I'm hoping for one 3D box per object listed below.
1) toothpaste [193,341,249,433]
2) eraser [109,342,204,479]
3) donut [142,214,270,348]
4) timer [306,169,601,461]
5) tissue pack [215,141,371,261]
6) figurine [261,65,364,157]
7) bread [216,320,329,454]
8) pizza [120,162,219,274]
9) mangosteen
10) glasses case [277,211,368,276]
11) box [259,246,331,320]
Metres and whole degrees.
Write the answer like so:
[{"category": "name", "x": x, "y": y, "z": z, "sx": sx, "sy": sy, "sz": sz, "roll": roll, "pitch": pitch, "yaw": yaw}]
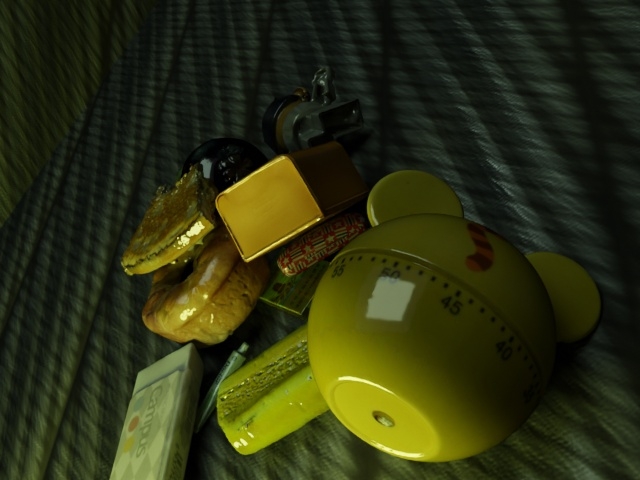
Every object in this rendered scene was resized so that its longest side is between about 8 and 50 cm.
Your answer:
[{"category": "toothpaste", "x": -0.195, "y": 0.283, "z": 1.756, "sx": 0.197, "sy": 0.029, "sz": 0.048, "roll": -58, "pitch": 24, "yaw": -11}, {"category": "eraser", "x": -0.315, "y": 0.402, "z": 1.700, "sx": 0.213, "sy": 0.082, "sz": 0.396, "roll": -31, "pitch": 36, "yaw": 33}, {"category": "donut", "x": -0.239, "y": 0.089, "z": 1.869, "sx": 0.299, "sy": 0.150, "sz": 0.317, "roll": -44, "pitch": 23, "yaw": 14}, {"category": "timer", "x": 0.174, "y": 0.105, "z": 1.268, "sx": 0.376, "sy": 0.376, "sz": 0.387, "roll": -3, "pitch": 41, "yaw": 47}, {"category": "tissue pack", "x": -0.052, "y": -0.083, "z": 1.765, "sx": 0.194, "sy": 0.145, "sz": 0.274, "roll": -32, "pitch": -2, "yaw": 23}, {"category": "figurine", "x": -0.035, "y": -0.253, "z": 2.049, "sx": 0.309, "sy": 0.143, "sz": 0.308, "roll": -27, "pitch": 40, "yaw": 25}, {"category": "bread", "x": -0.010, "y": 0.223, "z": 1.533, "sx": 0.384, "sy": 0.112, "sz": 0.166, "roll": -36, "pitch": 39, "yaw": 16}, {"category": "pizza", "x": -0.290, "y": -0.036, "z": 1.849, "sx": 0.323, "sy": 0.089, "sz": 0.223, "roll": -26, "pitch": 39, "yaw": 45}, {"category": "mangosteen", "x": -0.208, "y": -0.120, "z": 2.023, "sx": 0.243, "sy": 0.243, "sz": 0.243, "roll": -30, "pitch": 36, "yaw": 25}, {"category": "glasses case", "x": 0.000, "y": 0.000, "z": 1.781, "sx": 0.195, "sy": 0.049, "sz": 0.073, "roll": -32, "pitch": 27, "yaw": -5}, {"category": "box", "x": -0.051, "y": 0.084, "z": 1.807, "sx": 0.121, "sy": 0.030, "sz": 0.193, "roll": -55, "pitch": 33, "yaw": -13}]
